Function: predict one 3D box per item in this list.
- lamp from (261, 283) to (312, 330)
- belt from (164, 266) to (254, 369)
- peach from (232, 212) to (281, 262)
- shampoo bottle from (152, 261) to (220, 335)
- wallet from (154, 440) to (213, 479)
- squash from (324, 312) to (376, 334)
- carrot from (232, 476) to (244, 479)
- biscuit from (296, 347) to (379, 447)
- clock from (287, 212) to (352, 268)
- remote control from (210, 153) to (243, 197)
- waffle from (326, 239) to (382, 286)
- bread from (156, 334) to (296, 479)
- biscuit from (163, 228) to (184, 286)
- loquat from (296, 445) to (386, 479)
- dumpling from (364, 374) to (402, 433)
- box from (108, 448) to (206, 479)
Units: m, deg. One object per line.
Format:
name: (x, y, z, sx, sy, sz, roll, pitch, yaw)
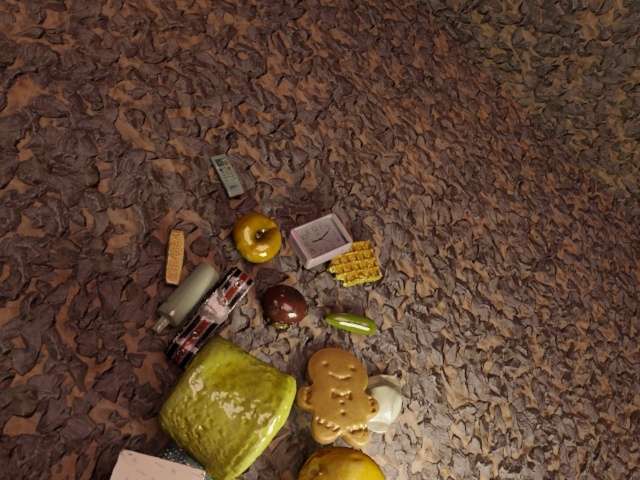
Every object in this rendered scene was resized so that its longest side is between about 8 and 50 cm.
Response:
lamp: (-0.125, 0.225, 1.779, 0.157, 0.135, 0.156, 35, 22, 18)
belt: (-0.340, 0.232, 1.656, 0.094, 0.126, 0.360, 40, 58, -8)
peach: (-0.216, -0.010, 1.834, 0.179, 0.103, 0.179, 13, 63, -27)
shampoo bottle: (-0.423, 0.183, 1.652, 0.085, 0.085, 0.262, 43, 57, -7)
wallet: (-0.420, 0.722, 1.448, 0.237, 0.075, 0.342, 49, 56, 0)
squash: (0.108, 0.296, 1.917, 0.201, 0.066, 0.066, 14, 64, -16)
carrot: (-0.166, 0.760, 1.591, 0.254, 0.049, 0.049, 32, 58, -10)
biscuit: (0.059, 0.492, 1.723, 0.275, 0.052, 0.355, 14, 39, -9)
clock: (0.000, 0.000, 1.937, 0.197, 0.063, 0.150, -23, 68, -25)
remote control: (-0.334, -0.230, 1.901, 0.061, 0.029, 0.162, -20, 76, -35)
waffle: (0.115, 0.091, 2.004, 0.210, 0.055, 0.161, -11, 75, -32)
bread: (-0.264, 0.456, 1.480, 0.307, 0.348, 0.348, 38, 57, -6)
biscuit: (-0.467, 0.056, 1.696, 0.052, 0.056, 0.188, 12, 64, -27)
loquat: (0.064, 0.765, 1.589, 0.276, 0.276, 0.284, -38, 111, -34)
dumpling: (0.197, 0.550, 1.841, 0.166, 0.126, 0.216, 22, 67, 11)
box: (-0.437, 0.695, 1.299, 0.225, 0.190, 0.297, 21, 58, -13)
